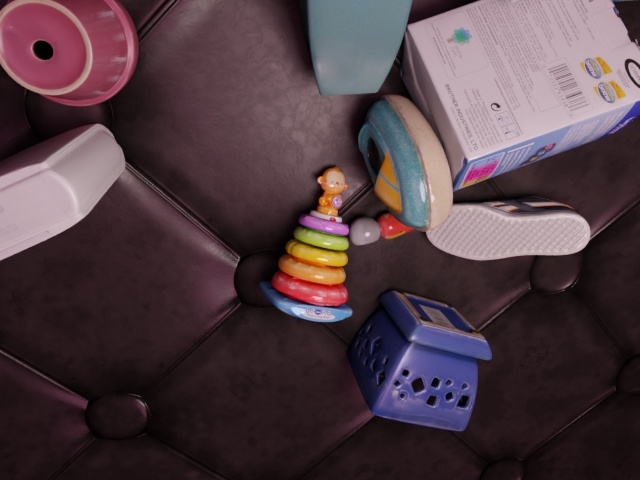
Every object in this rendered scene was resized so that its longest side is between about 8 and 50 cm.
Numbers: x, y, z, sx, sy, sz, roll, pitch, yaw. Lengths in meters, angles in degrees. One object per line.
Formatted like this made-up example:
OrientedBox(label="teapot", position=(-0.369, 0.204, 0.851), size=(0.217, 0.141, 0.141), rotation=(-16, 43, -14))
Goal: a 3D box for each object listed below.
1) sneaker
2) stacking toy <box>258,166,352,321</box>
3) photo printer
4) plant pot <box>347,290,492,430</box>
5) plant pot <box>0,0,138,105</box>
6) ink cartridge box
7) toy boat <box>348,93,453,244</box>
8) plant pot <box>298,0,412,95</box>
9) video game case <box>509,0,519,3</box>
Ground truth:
OrientedBox(label="sneaker", position=(0.393, -0.029, 1.071), size=(0.320, 0.127, 0.126), rotation=(4, 109, 15))
OrientedBox(label="stacking toy", position=(0.000, 0.000, 1.005), size=(0.175, 0.165, 0.302), rotation=(11, 97, -25))
OrientedBox(label="photo printer", position=(-0.454, -0.081, 0.777), size=(0.255, 0.308, 0.107), rotation=(-23, 115, 4))
OrientedBox(label="plant pot", position=(0.221, 0.252, 1.101), size=(0.235, 0.236, 0.212), rotation=(17, 105, -17))
OrientedBox(label="plant pot", position=(-0.396, -0.301, 0.759), size=(0.201, 0.180, 0.202), rotation=(-4, 115, -10))
OrientedBox(label="ink cartridge box", position=(0.373, -0.287, 0.858), size=(0.395, 0.151, 0.270), rotation=(-20, 77, 1))
OrientedBox(label="toy boat", position=(0.133, -0.095, 0.940), size=(0.148, 0.268, 0.318), rotation=(-14, 148, -10))
OrientedBox(label="plant pot", position=(0.048, -0.368, 0.805), size=(0.165, 0.166, 0.234), rotation=(-6, 140, -6))
OrientedBox(label="video game case", position=(0.335, -0.544, 0.787), size=(0.203, 0.025, 0.285), rotation=(-24, 92, -11))
